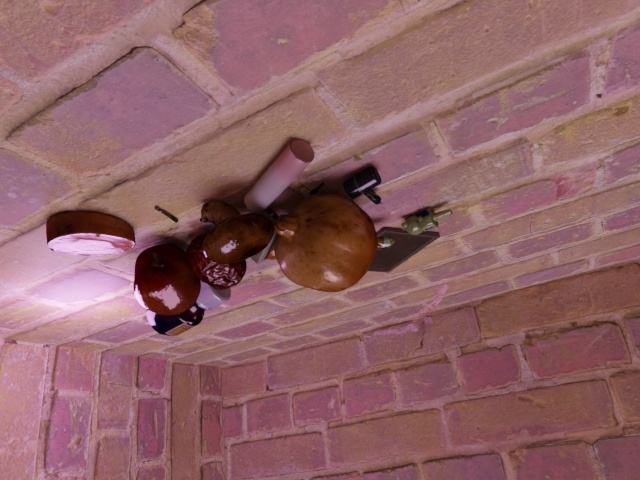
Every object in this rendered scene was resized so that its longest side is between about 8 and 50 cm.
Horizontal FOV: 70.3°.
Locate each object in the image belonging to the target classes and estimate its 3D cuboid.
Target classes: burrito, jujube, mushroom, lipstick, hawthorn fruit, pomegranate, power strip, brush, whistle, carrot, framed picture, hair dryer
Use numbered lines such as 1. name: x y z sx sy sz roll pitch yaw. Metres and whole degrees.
1. burrito: 0.170 0.034 1.936 0.288 0.054 0.104 -10 156 -1
2. jujube: -0.414 0.078 1.838 0.213 0.212 0.232 -21 128 25
3. mushroom: -0.295 -0.029 1.575 0.268 0.267 0.254 -22 111 27
4. lipstick: -0.143 -0.203 1.492 0.087 0.087 0.327 9 150 -33
5. hawthorn fruit: -0.640 0.153 1.886 0.296 0.295 0.311 -10 121 3
6. pomegranate: 0.000 0.000 1.652 0.411 0.409 0.410 -7 155 -3
7. power strip: -0.229 -0.022 1.772 0.070 0.105 0.256 -41 167 -46
8. brush: -0.011 -0.189 1.658 0.024 0.008 0.083 12 148 -33
9. whistle: 0.450 -0.086 1.937 0.228 0.084 0.105 -23 152 31
10. carrot: -0.835 -0.009 1.673 0.259 0.100 0.307 -23 154 34
11. framed picture: 0.329 0.056 2.266 0.327 0.028 0.446 6 151 -27
12. hair dryer: 0.183 -0.179 1.649 0.125 0.071 0.219 -27 149 20

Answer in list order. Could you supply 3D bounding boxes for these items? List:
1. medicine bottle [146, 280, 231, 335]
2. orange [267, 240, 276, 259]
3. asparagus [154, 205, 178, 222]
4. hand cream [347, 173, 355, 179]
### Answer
1. medicine bottle: -0.637 0.310 2.244 0.395 0.242 0.242 -24 151 20
2. orange: -0.196 0.022 1.923 0.136 0.117 0.135 3 169 1
3. asparagus: -0.564 -0.095 1.669 0.018 0.015 0.127 -17 154 14
4. hand cream: 0.132 -0.211 1.649 0.030 0.019 0.093 -22 150 22
